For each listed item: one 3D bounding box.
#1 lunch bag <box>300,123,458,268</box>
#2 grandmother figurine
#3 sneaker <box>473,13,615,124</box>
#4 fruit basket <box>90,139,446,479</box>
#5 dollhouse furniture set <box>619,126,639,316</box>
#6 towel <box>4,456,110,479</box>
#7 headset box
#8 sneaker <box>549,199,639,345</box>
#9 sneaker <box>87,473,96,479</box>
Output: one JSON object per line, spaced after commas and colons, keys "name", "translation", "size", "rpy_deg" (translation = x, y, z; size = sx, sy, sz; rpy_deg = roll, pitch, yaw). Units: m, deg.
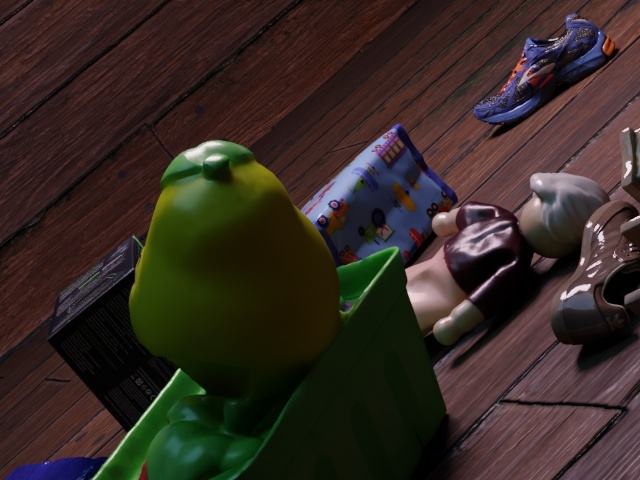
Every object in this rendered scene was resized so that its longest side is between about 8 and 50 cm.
{"name": "lunch bag", "translation": [0.000, 0.000, 2.141], "size": [0.293, 0.138, 0.221], "rpy_deg": [-23, 21, 50]}
{"name": "grandmother figurine", "translation": [0.150, 0.033, 1.692], "size": [0.342, 0.104, 0.208], "rpy_deg": [-31, 41, 21]}
{"name": "sneaker", "translation": [0.306, -0.243, 2.298], "size": [0.221, 0.087, 0.083], "rpy_deg": [-35, 11, 16]}
{"name": "fruit basket", "translation": [-0.077, 0.106, 1.390], "size": [0.283, 0.392, 0.392], "rpy_deg": [-24, 17, 35]}
{"name": "dollhouse furniture set", "translation": [0.331, -0.013, 1.296], "size": [0.129, 0.129, 0.183], "rpy_deg": [-30, 38, 36]}
{"name": "towel", "translation": [-0.368, 0.373, 2.027], "size": [0.227, 0.076, 0.308], "rpy_deg": [-52, 17, -27]}
{"name": "headset box", "translation": [-0.197, 0.141, 1.949], "size": [0.131, 0.246, 0.283], "rpy_deg": [-39, 10, 0]}
{"name": "sneaker", "translation": [0.268, 0.029, 1.446], "size": [0.071, 0.066, 0.188], "rpy_deg": [-8, 33, 36]}
{"name": "sneaker", "translation": [-0.200, 0.279, 1.755], "size": [0.302, 0.108, 0.121], "rpy_deg": [-35, 16, 24]}
